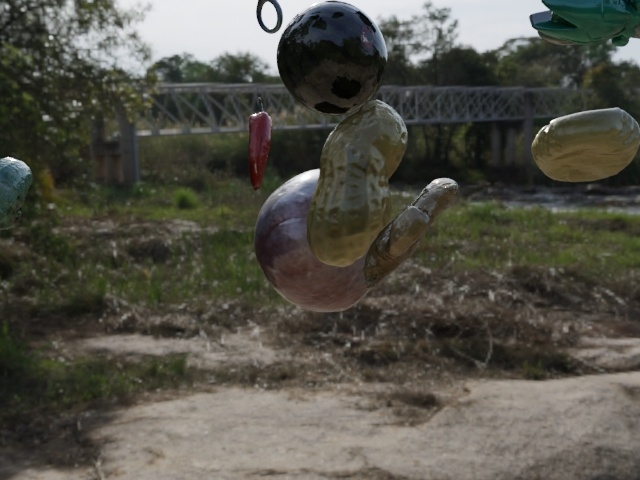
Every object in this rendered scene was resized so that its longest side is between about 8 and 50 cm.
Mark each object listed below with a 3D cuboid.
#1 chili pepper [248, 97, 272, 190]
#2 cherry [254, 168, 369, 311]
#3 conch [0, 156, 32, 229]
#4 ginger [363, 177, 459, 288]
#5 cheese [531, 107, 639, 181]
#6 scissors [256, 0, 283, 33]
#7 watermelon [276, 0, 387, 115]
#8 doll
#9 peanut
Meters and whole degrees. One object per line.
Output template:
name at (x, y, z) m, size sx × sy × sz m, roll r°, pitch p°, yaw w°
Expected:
chili pepper at (-0.165, -0.266, 1.864) m, size 0.063 × 0.273 × 0.071 m, roll -9°, pitch -23°, yaw 27°
cherry at (0.003, -0.013, 1.536) m, size 0.291 × 0.327 × 0.335 m, roll 8°, pitch -23°, yaw 33°
conch at (-0.700, -0.111, 1.473) m, size 0.175 × 0.122 × 0.188 m, roll -38°, pitch 43°, yaw -22°
ginger at (0.138, -0.024, 1.049) m, size 0.059 × 0.133 × 0.214 m, roll 39°, pitch 47°, yaw 7°
cheese at (0.610, -0.221, 1.595) m, size 0.225 × 0.117 × 0.214 m, roll -2°, pitch -20°, yaw 1°
scissors at (-0.205, -0.794, 1.991) m, size 0.383 × 0.256 × 0.029 m, roll 42°, pitch 31°, yaw 19°
watermelon at (0.024, -0.338, 1.298) m, size 0.212 × 0.212 × 0.212 m, roll -3°, pitch 8°, yaw 0°
doll at (0.526, -0.435, 1.336) m, size 0.258 × 0.195 × 0.153 m, roll 24°, pitch 41°, yaw -24°
peanut at (0.063, -0.102, 1.193) m, size 0.146 × 0.306 × 0.147 m, roll 12°, pitch -10°, yaw 2°
